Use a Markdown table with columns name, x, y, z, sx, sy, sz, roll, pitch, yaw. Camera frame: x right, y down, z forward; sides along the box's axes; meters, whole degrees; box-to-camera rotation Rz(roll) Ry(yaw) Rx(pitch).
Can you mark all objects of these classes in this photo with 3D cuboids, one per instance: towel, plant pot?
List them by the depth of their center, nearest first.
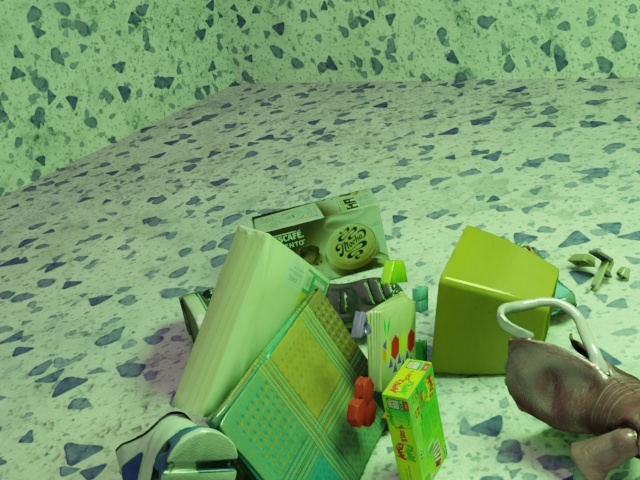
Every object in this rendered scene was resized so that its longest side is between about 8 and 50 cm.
| name | x | y | z | sx | sy | sz | roll | pitch | yaw |
| --- | --- | --- | --- | --- | --- | --- | --- | --- | --- |
| towel | -0.012 | 0.270 | 1.224 | 0.040 | 0.271 | 0.370 | -24 | 15 | 33 |
| plant pot | 0.327 | 0.125 | 1.446 | 0.187 | 0.212 | 0.212 | 13 | 33 | 19 |

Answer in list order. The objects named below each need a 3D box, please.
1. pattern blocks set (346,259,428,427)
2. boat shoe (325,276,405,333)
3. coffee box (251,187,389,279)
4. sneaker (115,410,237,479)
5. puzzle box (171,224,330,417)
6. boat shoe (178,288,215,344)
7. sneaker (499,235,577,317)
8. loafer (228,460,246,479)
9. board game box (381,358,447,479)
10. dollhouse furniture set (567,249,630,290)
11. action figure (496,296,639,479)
| name | x | y | z | sx | sy | sz | roll | pitch | yaw |
| --- | --- | --- | --- | --- | --- | --- | --- | --- | --- |
| pattern blocks set | 0.121 | 0.174 | 1.337 | 0.026 | 0.285 | 0.325 | 1 | -6 | 27 |
| boat shoe | 0.018 | 0.149 | 1.630 | 0.324 | 0.120 | 0.122 | 1 | 65 | 11 |
| coffee box | 0.000 | 0.000 | 1.883 | 0.297 | 0.168 | 0.119 | -14 | 25 | -3 |
| sneaker | -0.216 | 0.372 | 1.079 | 0.128 | 0.315 | 0.182 | 14 | 6 | -30 |
| puzzle box | -0.092 | 0.151 | 1.271 | 0.052 | 0.272 | 0.409 | 17 | -8 | 16 |
| boat shoe | -0.203 | 0.149 | 1.652 | 0.158 | 0.127 | 0.340 | -15 | 9 | -13 |
| sneaker | 0.410 | 0.068 | 1.592 | 0.104 | 0.125 | 0.262 | -22 | 26 | -18 |
| loafer | -0.132 | 0.396 | 1.200 | 0.088 | 0.094 | 0.251 | -11 | 25 | -6 |
| board game box | 0.146 | 0.283 | 1.200 | 0.043 | 0.181 | 0.092 | 4 | 30 | 32 |
| dollhouse furniture set | 0.565 | 0.077 | 1.639 | 0.081 | 0.091 | 0.114 | -63 | 14 | -8 |
| action figure | 0.436 | 0.232 | 1.096 | 0.248 | 0.275 | 0.370 | -13 | 10 | -14 |
